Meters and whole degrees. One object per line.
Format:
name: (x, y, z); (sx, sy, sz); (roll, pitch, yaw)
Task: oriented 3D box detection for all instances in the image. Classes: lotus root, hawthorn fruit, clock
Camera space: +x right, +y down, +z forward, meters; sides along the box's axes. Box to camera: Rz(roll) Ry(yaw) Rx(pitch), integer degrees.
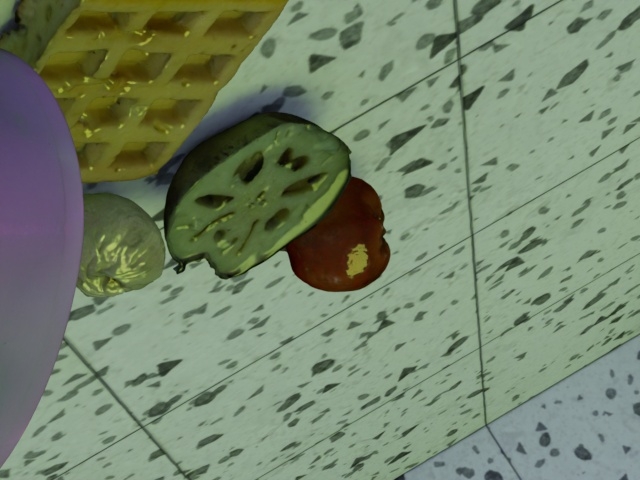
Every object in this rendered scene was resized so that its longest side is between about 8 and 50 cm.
lotus root: (-0.073, -0.056, 1.509); (0.203, 0.078, 0.183); (-31, 147, -12)
hawthorn fruit: (0.016, -0.004, 1.687); (0.140, 0.125, 0.125); (-18, 171, 39)
clock: (-0.289, -0.002, 0.974); (0.102, 0.338, 0.338); (-2, 143, -48)

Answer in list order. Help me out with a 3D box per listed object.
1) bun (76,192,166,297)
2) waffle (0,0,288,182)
bun: (-0.199, 0.010, 1.433); (0.115, 0.069, 0.115); (5, 140, 4)
waffle: (-0.162, -0.135, 1.244); (0.221, 0.055, 0.248); (-7, 147, -47)
